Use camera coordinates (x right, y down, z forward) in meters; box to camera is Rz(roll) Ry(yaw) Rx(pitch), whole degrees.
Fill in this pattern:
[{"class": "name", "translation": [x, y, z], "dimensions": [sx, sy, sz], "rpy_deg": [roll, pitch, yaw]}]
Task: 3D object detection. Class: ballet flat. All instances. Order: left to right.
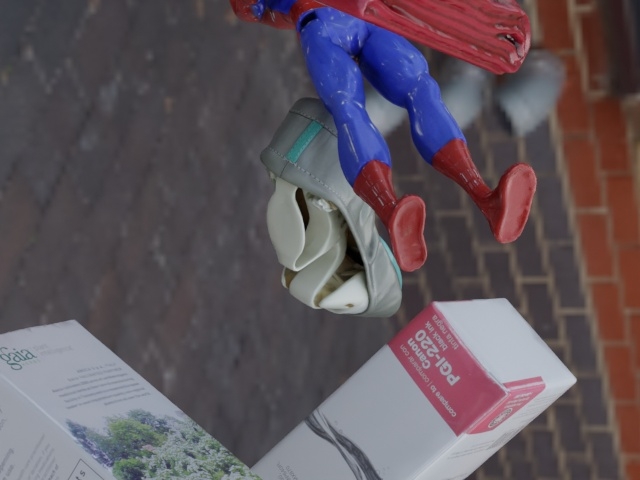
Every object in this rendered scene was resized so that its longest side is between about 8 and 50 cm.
[{"class": "ballet flat", "translation": [0.000, 0.000, 0.995], "dimensions": [0.068, 0.072, 0.213], "rpy_deg": [-53, 155, -23]}]

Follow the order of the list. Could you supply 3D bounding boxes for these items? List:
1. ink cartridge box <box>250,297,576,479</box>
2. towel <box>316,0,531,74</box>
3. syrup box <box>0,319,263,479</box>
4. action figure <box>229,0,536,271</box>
[{"class": "ink cartridge box", "translation": [0.062, 0.144, 1.271], "dimensions": [0.092, 0.218, 0.158], "rpy_deg": [50, 19, 18]}, {"class": "towel", "translation": [-0.062, -0.128, 0.640], "dimensions": [0.031, 0.275, 0.199], "rpy_deg": [-68, 162, 6]}, {"class": "syrup box", "translation": [-0.086, 0.145, 0.824], "dimensions": [0.096, 0.237, 0.093], "rpy_deg": [-60, 158, 18]}, {"class": "action figure", "translation": [0.017, -0.128, 0.893], "dimensions": [0.280, 0.091, 0.139], "rpy_deg": [-122, -155, -44]}]
